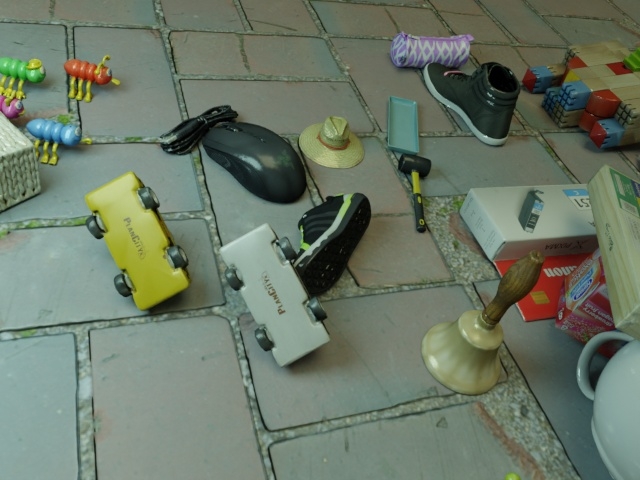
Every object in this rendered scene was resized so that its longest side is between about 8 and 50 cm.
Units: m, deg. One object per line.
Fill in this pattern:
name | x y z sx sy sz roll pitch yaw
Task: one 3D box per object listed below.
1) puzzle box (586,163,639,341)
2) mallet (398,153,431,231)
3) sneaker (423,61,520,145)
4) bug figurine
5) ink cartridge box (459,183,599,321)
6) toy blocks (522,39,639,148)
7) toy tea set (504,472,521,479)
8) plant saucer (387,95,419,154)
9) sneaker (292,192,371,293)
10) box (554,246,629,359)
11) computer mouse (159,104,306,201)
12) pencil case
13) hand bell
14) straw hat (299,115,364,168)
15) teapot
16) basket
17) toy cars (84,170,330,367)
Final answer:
puzzle box | 0.538 0.050 0.842 0.272 0.052 0.409 29 36 1
mallet | 0.193 -0.091 1.101 0.063 0.039 0.189 5 52 -15
sneaker | 0.350 -0.363 1.318 0.105 0.146 0.295 -14 52 -25
bug figurine | -0.492 -0.258 1.029 0.217 0.072 0.278 9 47 -8
ink cartridge box | 0.443 0.008 1.055 0.297 0.066 0.261 -4 49 -20
toy blocks | 0.676 -0.359 1.412 0.261 0.190 0.381 -11 50 -10
toy tea set | 0.165 0.407 0.597 0.336 0.124 0.199 -23 87 -36
plant saucer | 0.178 -0.251 1.253 0.067 0.018 0.192 12 47 -5
sneaker | 0.000 0.000 0.945 0.097 0.084 0.234 9 40 30
box | 0.521 0.129 0.903 0.257 0.128 0.122 31 48 3
computer mouse | -0.139 -0.169 1.047 0.272 0.072 0.188 34 47 16
pencil case | 0.276 -0.480 1.446 0.206 0.088 0.086 -7 50 -23
hand bell | 0.237 0.098 0.788 0.126 0.242 0.126 8 47 -8
straw hat | 0.028 -0.213 1.144 0.145 0.061 0.144 9 46 -9
teapot | 0.447 0.253 0.746 0.252 0.187 0.256 44 36 15
basket | -0.518 -0.133 0.877 0.167 0.113 0.103 39 47 19
toy cars | -0.158 0.039 0.827 0.394 0.087 0.176 21 88 5
